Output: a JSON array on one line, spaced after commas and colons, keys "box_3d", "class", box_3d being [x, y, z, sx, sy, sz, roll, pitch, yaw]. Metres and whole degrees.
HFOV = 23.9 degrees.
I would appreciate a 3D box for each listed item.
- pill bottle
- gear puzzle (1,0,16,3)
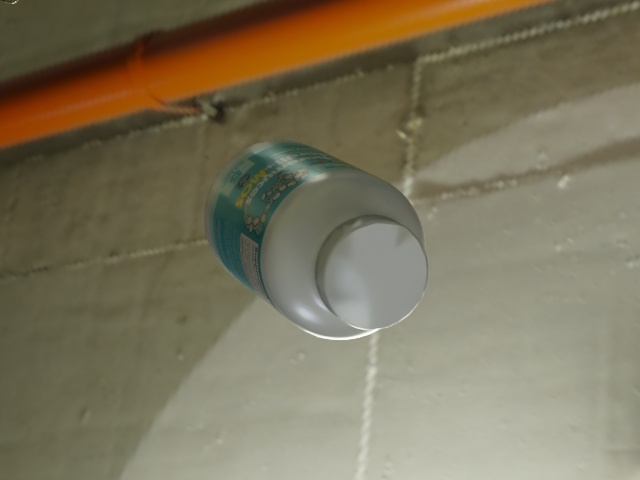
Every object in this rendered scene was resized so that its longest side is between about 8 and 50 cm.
[{"box_3d": [0.000, 0.000, 1.334, 0.146, 0.146, 0.264, -59, -155, 0], "class": "pill bottle"}, {"box_3d": [-0.349, -0.299, 1.460, 0.044, 0.339, 0.175, -89, -160, -49], "class": "gear puzzle"}]
